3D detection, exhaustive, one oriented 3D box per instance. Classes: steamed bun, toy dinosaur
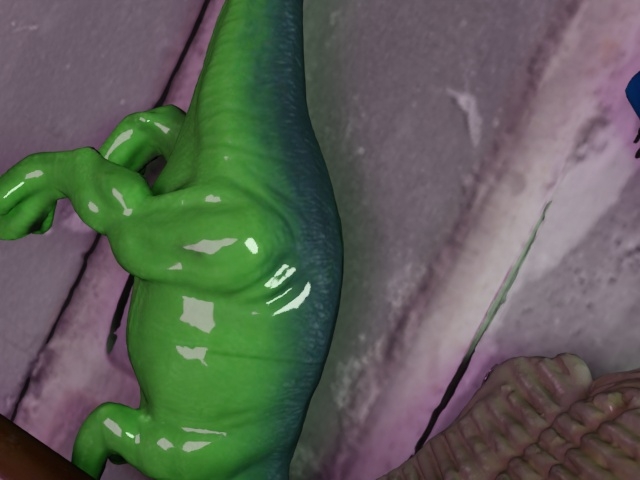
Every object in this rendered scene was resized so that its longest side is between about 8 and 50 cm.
[{"bbox_3d":[0.124,0.161,0.476,0.218,0.211,0.144,-46,108,-2],"label":"steamed bun"},{"bbox_3d":[0.000,0.000,0.571,0.374,0.144,0.500,48,111,19],"label":"toy dinosaur"}]

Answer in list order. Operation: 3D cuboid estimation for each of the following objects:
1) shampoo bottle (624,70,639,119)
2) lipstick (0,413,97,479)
[{"bbox_3d":[0.233,-0.024,0.497,0.087,0.050,0.183,-31,70,19],"label":"shampoo bottle"},{"bbox_3d":[-0.081,0.193,0.547,0.356,0.057,0.057,32,99,11],"label":"lipstick"}]
